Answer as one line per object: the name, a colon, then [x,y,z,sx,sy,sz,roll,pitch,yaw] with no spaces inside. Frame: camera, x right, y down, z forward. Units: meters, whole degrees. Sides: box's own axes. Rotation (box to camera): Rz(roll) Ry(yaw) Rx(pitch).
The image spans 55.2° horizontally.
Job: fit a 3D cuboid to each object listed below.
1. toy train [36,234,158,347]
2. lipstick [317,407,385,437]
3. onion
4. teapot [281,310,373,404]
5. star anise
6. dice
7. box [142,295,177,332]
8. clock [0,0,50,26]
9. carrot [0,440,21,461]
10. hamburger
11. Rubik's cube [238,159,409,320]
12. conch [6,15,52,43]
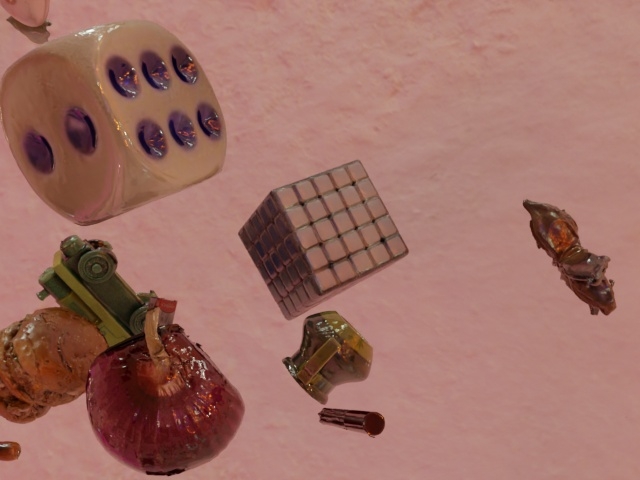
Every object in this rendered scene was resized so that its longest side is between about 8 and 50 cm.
toy train: [-0.565,0.160,1.557,0.237,0.368,0.150,-37,27,-6]
lipstick: [0.031,0.213,0.730,0.027,0.176,0.027,4,77,-17]
onion: [-0.274,0.300,1.093,0.256,0.272,0.230,-34,63,9]
teapot: [0.009,0.175,0.919,0.130,0.165,0.119,44,88,12]
star anise: [0.385,0.030,0.928,0.063,0.172,0.208,-33,43,8]
dice: [-0.378,-0.211,1.137,0.304,0.277,0.304,-14,103,34]
box: [-0.365,0.232,1.331,0.040,0.055,0.217,5,81,32]
clock: [-0.435,-0.410,0.606,0.377,0.250,0.368,26,115,1]
carrot: [-0.671,0.398,1.177,0.190,0.037,0.037,5,77,2]
hamburger: [-0.621,0.273,1.397,0.211,0.261,0.245,-32,62,21]
Rubik's cube: [0.000,0.000,1.300,0.236,0.238,0.237,62,150,8]
conch: [-0.736,-0.539,1.544,0.180,0.065,0.088,20,123,27]
